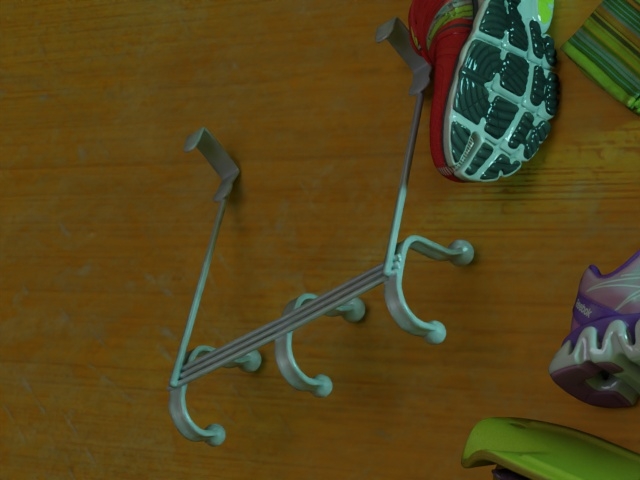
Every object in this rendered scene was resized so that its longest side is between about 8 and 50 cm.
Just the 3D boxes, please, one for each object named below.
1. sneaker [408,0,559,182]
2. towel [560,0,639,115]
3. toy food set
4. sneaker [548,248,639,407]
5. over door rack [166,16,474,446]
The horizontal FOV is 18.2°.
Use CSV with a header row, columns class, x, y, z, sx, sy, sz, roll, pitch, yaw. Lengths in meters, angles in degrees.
class,x,y,z,sx,sy,sz,roll,pitch,yaw
sneaker,0.121,-0.157,1.604,0.118,0.107,0.279,-20,48,42
towel,0.287,-0.212,1.532,0.237,0.021,0.102,-51,48,8
toy food set,0.191,0.188,1.360,0.218,0.128,0.071,21,105,39
sneaker,0.266,0.041,1.384,0.236,0.095,0.104,-15,53,35
over door rack,0.000,0.000,1.626,0.239,0.108,0.324,-28,40,27
